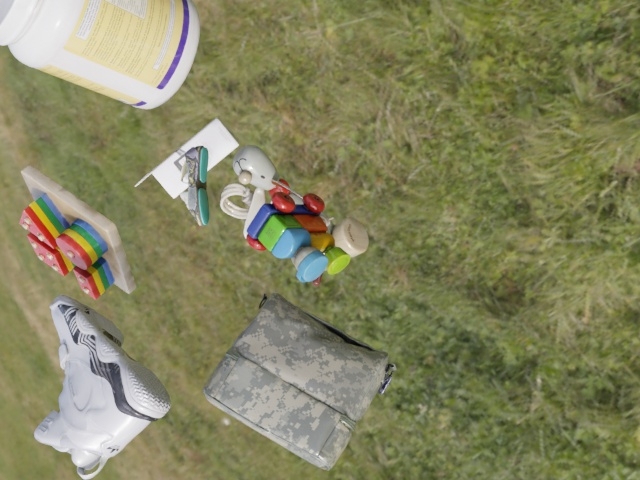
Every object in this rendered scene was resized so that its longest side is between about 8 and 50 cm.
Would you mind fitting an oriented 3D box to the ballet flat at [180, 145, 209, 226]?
[{"bbox_3d":[-0.175,-0.074,1.052,0.041,0.041,0.114,-16,73,59],"label":"ballet flat"}]

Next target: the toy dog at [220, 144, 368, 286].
[{"bbox_3d":[-0.063,-0.029,1.556,0.334,0.161,0.220,29,131,-8],"label":"toy dog"}]

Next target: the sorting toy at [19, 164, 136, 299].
[{"bbox_3d":[-0.541,0.001,1.636,0.257,0.089,0.255,32,151,18],"label":"sorting toy"}]

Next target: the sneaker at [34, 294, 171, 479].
[{"bbox_3d":[-0.449,0.263,1.411,0.366,0.210,0.137,38,175,35],"label":"sneaker"}]

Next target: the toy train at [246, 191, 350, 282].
[{"bbox_3d":[0.000,0.000,1.308,0.143,0.248,0.105,47,115,25],"label":"toy train"}]

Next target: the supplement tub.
[{"bbox_3d":[-0.413,-0.400,1.374,0.241,0.331,0.241,-16,66,41],"label":"supplement tub"}]

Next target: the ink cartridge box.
[{"bbox_3d":[-0.225,-0.134,1.300,0.060,0.180,0.104,50,-176,-13],"label":"ink cartridge box"}]

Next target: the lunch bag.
[{"bbox_3d":[-0.037,0.271,1.486,0.305,0.256,0.212,29,167,10],"label":"lunch bag"}]
